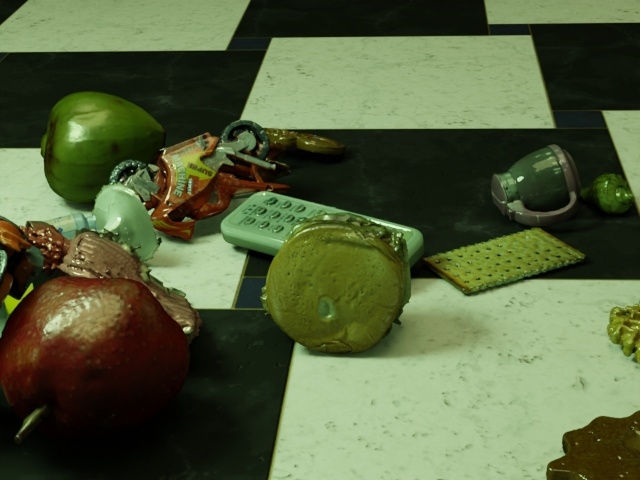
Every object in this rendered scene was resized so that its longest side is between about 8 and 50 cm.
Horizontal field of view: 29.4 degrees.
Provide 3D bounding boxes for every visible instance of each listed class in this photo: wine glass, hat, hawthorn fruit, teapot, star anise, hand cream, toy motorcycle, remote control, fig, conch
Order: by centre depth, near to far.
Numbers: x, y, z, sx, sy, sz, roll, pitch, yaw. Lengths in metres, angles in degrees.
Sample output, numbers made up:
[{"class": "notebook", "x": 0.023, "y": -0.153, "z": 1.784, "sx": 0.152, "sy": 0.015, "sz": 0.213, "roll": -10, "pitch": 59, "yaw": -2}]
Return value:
[{"class": "hawthorn fruit", "x": -0.304, "y": 0.157, "z": 1.516, "sx": 0.230, "sy": 0.210, "sz": 0.266, "roll": 15, "pitch": 33, "yaw": 23}, {"class": "toy motorcycle", "x": -0.480, "y": 0.095, "z": 1.581, "sx": 0.148, "sy": 0.326, "sz": 0.221, "roll": 29, "pitch": 21, "yaw": -28}, {"class": "hat", "x": -0.293, "y": 0.046, "z": 1.724, "sx": 0.286, "sy": 0.107, "sz": 0.237, "roll": 27, "pitch": 0, "yaw": -11}, {"class": "wine glass", "x": -0.391, "y": 0.033, "z": 1.862, "sx": 0.143, "sy": 0.143, "sz": 0.321, "roll": 13, "pitch": 32, "yaw": 28}, {"class": "remote control", "x": 0.000, "y": 0.000, "z": 1.968, "sx": 0.335, "sy": 0.066, "sz": 0.128, "roll": 15, "pitch": 39, "yaw": 32}, {"class": "hand cream", "x": -0.460, "y": -0.013, "z": 2.066, "sx": 0.170, "sy": 0.043, "sz": 0.065, "roll": -15, "pitch": 27, "yaw": -15}, {"class": "toy motorcycle", "x": -0.208, "y": -0.099, "z": 2.084, "sx": 0.298, "sy": 0.171, "sz": 0.089, "roll": -22, "pitch": -9, "yaw": -22}, {"class": "teapot", "x": 0.370, "y": -0.080, "z": 2.092, "sx": 0.146, "sy": 0.116, "sz": 0.148, "roll": -18, "pitch": 71, "yaw": -3}, {"class": "conch", "x": 0.503, "y": -0.079, "z": 2.119, "sx": 0.089, "sy": 0.074, "sz": 0.121, "roll": 19, "pitch": -7, "yaw": -33}, {"class": "fig", "x": -0.393, "y": -0.165, "z": 2.208, "sx": 0.225, "sy": 0.203, "sz": 0.203, "roll": -2, "pitch": 26, "yaw": -12}, {"class": "star anise", "x": -0.187, "y": -0.135, "z": 2.245, "sx": 0.288, "sy": 0.088, "sz": 0.288, "roll": -1, "pitch": 28, "yaw": 0}]

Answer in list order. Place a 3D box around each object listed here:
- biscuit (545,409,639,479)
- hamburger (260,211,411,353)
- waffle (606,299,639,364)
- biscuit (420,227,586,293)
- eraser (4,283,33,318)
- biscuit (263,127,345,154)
[{"class": "biscuit", "x": 0.370, "y": 0.266, "z": 1.437, "sx": 0.215, "sy": 0.034, "sz": 0.182, "roll": -6, "pitch": 25, "yaw": -4}, {"class": "hamburger", "x": 0.020, "y": 0.055, "z": 1.733, "sx": 0.215, "sy": 0.189, "sz": 0.122, "roll": -1, "pitch": 16, "yaw": 5}, {"class": "waffle", "x": 0.491, "y": 0.127, "z": 1.707, "sx": 0.191, "sy": 0.038, "sz": 0.191, "roll": -1, "pitch": 26, "yaw": 1}, {"class": "biscuit", "x": 0.292, "y": 0.031, "z": 1.943, "sx": 0.231, "sy": 0.016, "sz": 0.139, "roll": -14, "pitch": 28, "yaw": -24}, {"class": "eraser", "x": -0.402, "y": 0.128, "z": 1.678, "sx": 0.045, "sy": 0.122, "sz": 0.097, "roll": -13, "pitch": 27, "yaw": -15}, {"class": "biscuit", "x": -0.037, "y": -0.196, "z": 2.368, "sx": 0.175, "sy": 0.026, "sz": 0.124, "roll": 10, "pitch": 11, "yaw": -8}]
